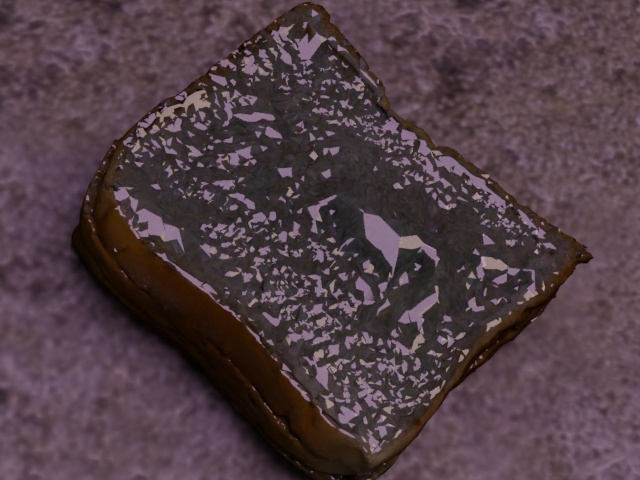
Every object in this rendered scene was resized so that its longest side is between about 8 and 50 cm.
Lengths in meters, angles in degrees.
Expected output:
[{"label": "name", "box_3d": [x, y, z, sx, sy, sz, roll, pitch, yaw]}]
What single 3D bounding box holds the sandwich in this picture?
[{"label": "sandwich", "box_3d": [0.000, 0.000, 1.166, 0.301, 0.099, 0.271, 43, 55, 6]}]
